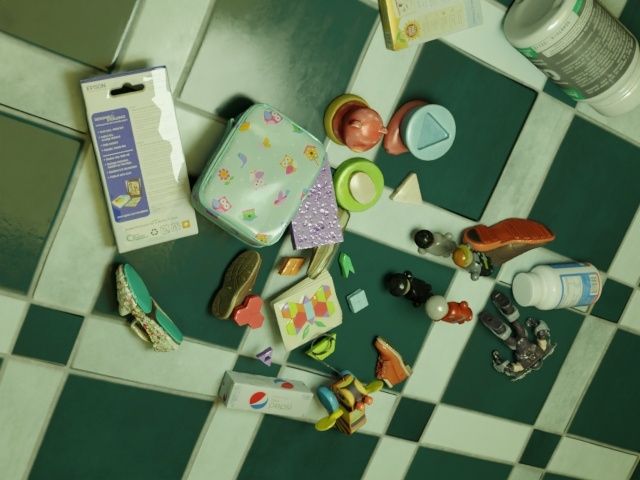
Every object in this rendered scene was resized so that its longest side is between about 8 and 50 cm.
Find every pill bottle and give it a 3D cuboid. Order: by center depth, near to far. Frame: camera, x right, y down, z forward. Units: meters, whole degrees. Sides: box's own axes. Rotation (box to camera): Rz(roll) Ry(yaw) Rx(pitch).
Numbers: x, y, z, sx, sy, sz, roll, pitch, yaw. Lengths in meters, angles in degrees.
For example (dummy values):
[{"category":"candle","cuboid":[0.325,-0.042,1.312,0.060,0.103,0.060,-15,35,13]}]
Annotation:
[{"category":"pill bottle","cuboid":[0.629,-0.461,1.955,0.361,0.204,0.204,31,93,-29]},{"category":"pill bottle","cuboid":[0.639,0.124,2.209,0.221,0.124,0.124,-2,108,-23]}]

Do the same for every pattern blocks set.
[{"category":"pattern blocks set","cuboid":[-0.033,0.167,1.944,0.325,0.026,0.285,-40,122,-19]}]

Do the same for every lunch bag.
[{"category":"lunch bag","cuboid":[-0.134,-0.144,1.738,0.224,0.108,0.279,33,74,-12]}]

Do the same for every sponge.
[{"category":"sponge","cuboid":[-0.023,-0.089,1.843,0.117,0.031,0.210,-9,87,-20]}]

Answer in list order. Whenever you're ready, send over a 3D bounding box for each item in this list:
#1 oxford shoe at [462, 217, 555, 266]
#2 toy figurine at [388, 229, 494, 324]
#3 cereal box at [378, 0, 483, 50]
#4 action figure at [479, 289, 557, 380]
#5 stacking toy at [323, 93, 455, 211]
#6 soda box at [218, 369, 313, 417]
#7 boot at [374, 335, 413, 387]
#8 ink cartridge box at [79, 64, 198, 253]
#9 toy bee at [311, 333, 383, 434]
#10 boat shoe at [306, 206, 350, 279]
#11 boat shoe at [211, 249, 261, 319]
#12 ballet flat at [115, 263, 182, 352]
[{"category":"oxford shoe","cuboid":[0.486,0.010,2.132,0.271,0.097,0.098,-5,130,-18]},{"category":"toy figurine","cuboid":[0.291,0.085,1.987,0.148,0.213,0.209,18,100,-42]},{"category":"cereal box","cuboid":[0.248,-0.546,1.844,0.240,0.047,0.173,-20,115,-17]},{"category":"action figure","cuboid":[0.542,0.270,2.236,0.185,0.099,0.285,-46,123,-12]},{"category":"stacking toy","cuboid":[0.168,-0.190,1.885,0.309,0.130,0.279,-4,109,-23]},{"category":"soda box","cuboid":[-0.131,0.374,1.977,0.216,0.074,0.069,14,101,-27]},{"category":"boot","cuboid":[0.171,0.317,2.105,0.085,0.059,0.158,-37,120,-3]},{"category":"ink cartridge box","cuboid":[-0.374,-0.168,1.687,0.176,0.069,0.371,-15,116,-18]},{"category":"toy bee","cuboid":[0.061,0.391,1.986,0.195,0.162,0.298,-48,135,-8]},{"category":"boat shoe","cuboid":[0.000,0.000,1.897,0.072,0.068,0.190,30,64,-11]},{"category":"boat shoe","cuboid":[-0.186,0.102,1.873,0.060,0.064,0.178,18,103,-59]},{"category":"ballet flat","cuboid":[-0.394,0.160,1.785,0.077,0.091,0.241,-26,115,11]}]
